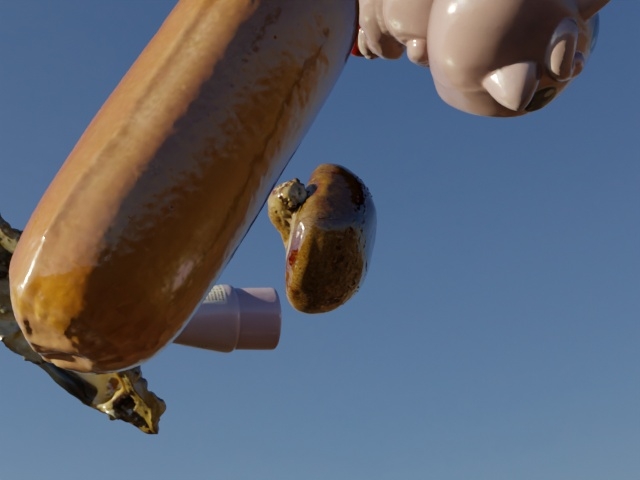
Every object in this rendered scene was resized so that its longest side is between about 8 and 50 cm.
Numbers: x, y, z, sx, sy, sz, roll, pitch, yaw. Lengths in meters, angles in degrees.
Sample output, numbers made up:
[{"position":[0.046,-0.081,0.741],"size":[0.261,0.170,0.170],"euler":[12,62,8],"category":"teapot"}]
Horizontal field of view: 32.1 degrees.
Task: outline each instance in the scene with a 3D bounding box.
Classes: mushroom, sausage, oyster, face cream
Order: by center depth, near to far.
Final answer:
[{"position":[-0.066,-0.053,0.589],"size":[0.105,0.274,0.105],"euler":[25,-23,11],"category":"sausage"},{"position":[0.000,0.000,0.899],"size":[0.087,0.127,0.127],"euler":[12,-23,8],"category":"mushroom"},{"position":[-0.284,0.071,1.123],"size":[0.128,0.345,0.078],"euler":[-46,5,17],"category":"oyster"},{"position":[-0.195,0.109,1.546],"size":[0.274,0.096,0.154],"euler":[1,2,-14],"category":"face cream"}]

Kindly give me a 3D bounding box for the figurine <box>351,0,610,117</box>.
[{"position":[0.132,-0.208,1.002],"size":[0.287,0.176,0.186],"euler":[26,-4,39],"category":"figurine"}]
